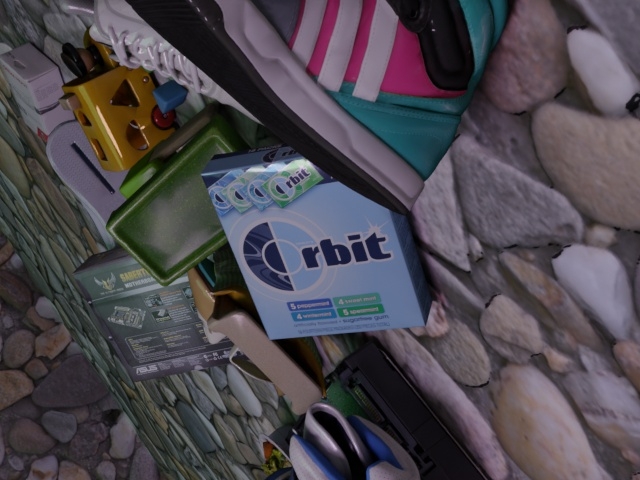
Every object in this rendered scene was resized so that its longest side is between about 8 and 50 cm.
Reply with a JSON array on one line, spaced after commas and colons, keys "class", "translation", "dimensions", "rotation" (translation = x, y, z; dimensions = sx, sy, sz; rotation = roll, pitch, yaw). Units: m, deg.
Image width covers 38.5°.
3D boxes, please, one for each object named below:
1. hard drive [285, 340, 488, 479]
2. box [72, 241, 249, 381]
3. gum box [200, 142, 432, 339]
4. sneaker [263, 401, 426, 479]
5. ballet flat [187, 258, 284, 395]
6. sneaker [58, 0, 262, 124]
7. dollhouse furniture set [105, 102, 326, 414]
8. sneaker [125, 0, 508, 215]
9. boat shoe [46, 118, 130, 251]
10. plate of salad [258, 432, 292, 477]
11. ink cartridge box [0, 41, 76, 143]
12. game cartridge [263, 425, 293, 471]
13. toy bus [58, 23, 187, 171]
[{"class": "hard drive", "translation": [0.075, 0.273, 1.091], "dimensions": [0.237, 0.064, 0.339], "rotation": [50, 156, 14]}, {"class": "box", "translation": [-0.187, 0.084, 1.208], "dimensions": [0.231, 0.056, 0.183], "rotation": [-15, 111, 26]}, {"class": "gum box", "translation": [0.000, 0.000, 0.813], "dimensions": [0.157, 0.041, 0.184], "rotation": [-7, 120, 22]}, {"class": "sneaker", "translation": [0.011, 0.253, 0.981], "dimensions": [0.323, 0.130, 0.236], "rotation": [25, 131, 57]}, {"class": "ballet flat", "translation": [-0.095, 0.113, 1.099], "dimensions": [0.232, 0.073, 0.080], "rotation": [46, -166, -27]}, {"class": "sneaker", "translation": [-0.136, -0.188, 0.851], "dimensions": [0.292, 0.118, 0.110], "rotation": [42, 150, 27]}, {"class": "dollhouse furniture set", "translation": [-0.060, 0.010, 0.981], "dimensions": [0.301, 0.151, 0.197], "rotation": [48, -168, -18]}, {"class": "sneaker", "translation": [0.011, -0.156, 0.531], "dimensions": [0.124, 0.178, 0.295], "rotation": [29, 174, 45]}, {"class": "boat shoe", "translation": [-0.259, -0.030, 1.309], "dimensions": [0.335, 0.121, 0.119], "rotation": [58, 179, -5]}, {"class": "plate of salad", "translation": [-0.034, 0.356, 1.276], "dimensions": [0.200, 0.048, 0.200], "rotation": [46, 158, 24]}, {"class": "ink cartridge box", "translation": [-0.439, -0.228, 1.441], "dimensions": [0.099, 0.056, 0.135], "rotation": [39, 151, 33]}, {"class": "game cartridge", "translation": [0.024, 0.421, 1.386], "dimensions": [0.297, 0.062, 0.198], "rotation": [46, 150, 22]}, {"class": "toy bus", "translation": [-0.259, -0.181, 1.102], "dimensions": [0.202, 0.104, 0.191], "rotation": [47, 154, 20]}]
